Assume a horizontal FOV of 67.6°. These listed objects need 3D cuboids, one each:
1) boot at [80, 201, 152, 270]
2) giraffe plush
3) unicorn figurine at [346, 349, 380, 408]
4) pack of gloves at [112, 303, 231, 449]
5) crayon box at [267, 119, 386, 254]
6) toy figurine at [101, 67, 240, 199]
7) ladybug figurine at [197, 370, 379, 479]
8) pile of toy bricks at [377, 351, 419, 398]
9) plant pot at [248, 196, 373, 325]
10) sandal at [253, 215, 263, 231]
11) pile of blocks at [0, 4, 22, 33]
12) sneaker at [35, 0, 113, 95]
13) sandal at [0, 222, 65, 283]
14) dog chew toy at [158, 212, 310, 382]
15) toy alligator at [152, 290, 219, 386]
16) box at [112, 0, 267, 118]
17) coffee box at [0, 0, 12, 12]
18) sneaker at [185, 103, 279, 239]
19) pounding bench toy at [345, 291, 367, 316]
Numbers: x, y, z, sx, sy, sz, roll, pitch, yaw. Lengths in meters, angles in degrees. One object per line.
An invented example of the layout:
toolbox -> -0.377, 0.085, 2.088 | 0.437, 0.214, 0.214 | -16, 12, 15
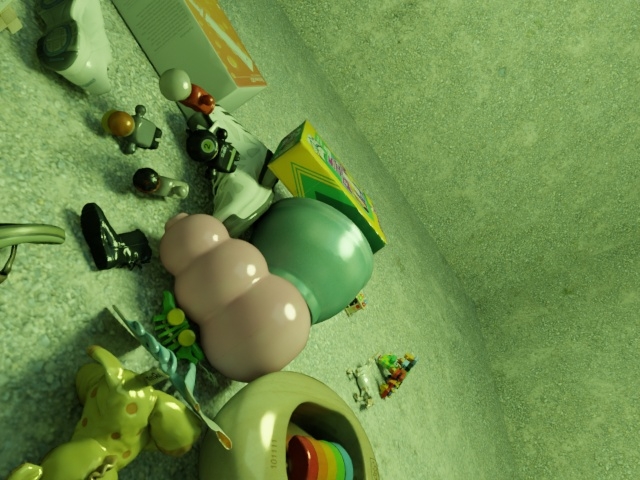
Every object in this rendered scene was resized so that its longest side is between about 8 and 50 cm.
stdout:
boot -> -0.339, -0.006, 0.804 | 0.099, 0.045, 0.121 | -12, 82, -65
giraffe plush -> -0.255, 0.246, 0.558 | 0.182, 0.210, 0.170 | 31, 54, -3
unicorn figurine -> 0.123, 0.388, 1.347 | 0.111, 0.060, 0.161 | 28, 56, -55
pack of gloves -> -0.206, 0.174, 0.686 | 0.046, 0.232, 0.195 | -37, 109, -25
crayon box -> 0.019, -0.137, 1.230 | 0.313, 0.106, 0.363 | 48, 14, -15
toy figurine -> -0.285, -0.194, 0.920 | 0.212, 0.210, 0.148 | 66, 11, 8
ladybug figurine -> -0.043, 0.392, 0.812 | 0.449, 0.162, 0.304 | 43, 33, -44
pile of toy bricks -> 0.229, 0.398, 1.517 | 0.105, 0.118, 0.212 | 34, 25, 19
plant pot -> -0.052, 0.078, 1.064 | 0.293, 0.293, 0.196 | 53, 44, -20
sandal -> -0.150, -0.048, 1.268 | 0.067, 0.040, 0.179 | 18, 48, -60
pile of blocks -> -0.608, -0.412, 0.651 | 0.362, 0.149, 0.112 | 44, 70, -17
sneaker -> -0.472, -0.405, 0.938 | 0.129, 0.111, 0.296 | 55, 21, -60
sandal -> -0.421, 0.037, 0.523 | 0.303, 0.120, 0.086 | -43, 131, -66
dog chew toy -> -0.169, 0.093, 0.875 | 0.331, 0.207, 0.206 | 53, 22, -1
toy alligator -> -0.237, 0.177, 0.811 | 0.051, 0.056, 0.189 | -27, 91, -26
box -> -0.326, -0.508, 1.251 | 0.345, 0.168, 0.215 | 58, 22, -9
coffee box -> -0.521, -0.313, 0.375 | 0.337, 0.338, 0.334 | 59, 22, -8
sneaker -> -0.239, -0.161, 1.112 | 0.257, 0.169, 0.447 | 41, 24, -16
pounding bench toy -> 0.104, 0.186, 1.516 | 0.083, 0.065, 0.052 | 61, 22, -1
